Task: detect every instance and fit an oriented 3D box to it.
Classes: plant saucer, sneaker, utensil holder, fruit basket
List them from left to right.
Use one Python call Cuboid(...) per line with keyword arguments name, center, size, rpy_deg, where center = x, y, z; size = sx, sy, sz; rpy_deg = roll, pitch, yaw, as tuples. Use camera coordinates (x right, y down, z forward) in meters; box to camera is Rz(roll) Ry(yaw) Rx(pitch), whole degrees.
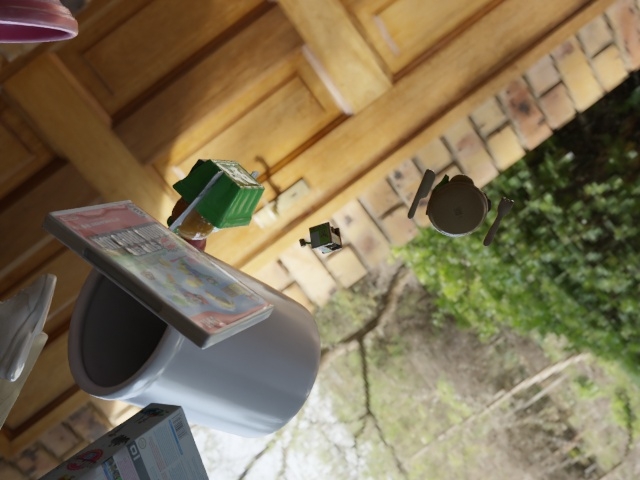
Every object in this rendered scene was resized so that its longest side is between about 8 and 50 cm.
Cuboid(name="plant saucer", center=(-0.641, -0.442, 1.828), size=(0.332, 0.331, 0.084), rpy_deg=(-116, 26, -85))
Cuboid(name="sneaker", center=(-0.453, 0.110, 1.381), size=(0.094, 0.080, 0.212), rpy_deg=(18, -147, -6))
Cuboid(name="fruit basket", center=(-0.311, -0.043, 2.279), size=(0.165, 0.353, 0.327), rpy_deg=(49, -166, 7))
Cuboid(name="utensil holder", center=(-0.232, 0.191, 1.827), size=(0.385, 0.328, 0.328), rpy_deg=(29, -163, -40))

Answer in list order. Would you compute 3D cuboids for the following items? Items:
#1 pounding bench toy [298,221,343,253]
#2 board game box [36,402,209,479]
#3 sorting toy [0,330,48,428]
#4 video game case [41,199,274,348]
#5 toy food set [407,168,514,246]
Cuboid(name="pounding bench toy", center=(0.000, 0.000, 2.146), size=(0.065, 0.083, 0.052), rpy_deg=(29, -132, -60))
Cuboid(name="board game box", center=(-0.317, 0.428, 1.483), size=(0.097, 0.303, 0.224), rpy_deg=(-3, 111, 43))
Cuboid(name="sorting toy", center=(-0.775, 0.278, 2.074), size=(0.089, 0.257, 0.255), rpy_deg=(30, -178, 37))
Cuboid(name="video game case", center=(-0.220, 0.038, 1.314), size=(0.285, 0.025, 0.204), rpy_deg=(35, -162, 14))
Cuboid(name="toy food set", center=(0.282, -0.070, 1.927), size=(0.192, 0.132, 0.038), rpy_deg=(21, -155, -6))
